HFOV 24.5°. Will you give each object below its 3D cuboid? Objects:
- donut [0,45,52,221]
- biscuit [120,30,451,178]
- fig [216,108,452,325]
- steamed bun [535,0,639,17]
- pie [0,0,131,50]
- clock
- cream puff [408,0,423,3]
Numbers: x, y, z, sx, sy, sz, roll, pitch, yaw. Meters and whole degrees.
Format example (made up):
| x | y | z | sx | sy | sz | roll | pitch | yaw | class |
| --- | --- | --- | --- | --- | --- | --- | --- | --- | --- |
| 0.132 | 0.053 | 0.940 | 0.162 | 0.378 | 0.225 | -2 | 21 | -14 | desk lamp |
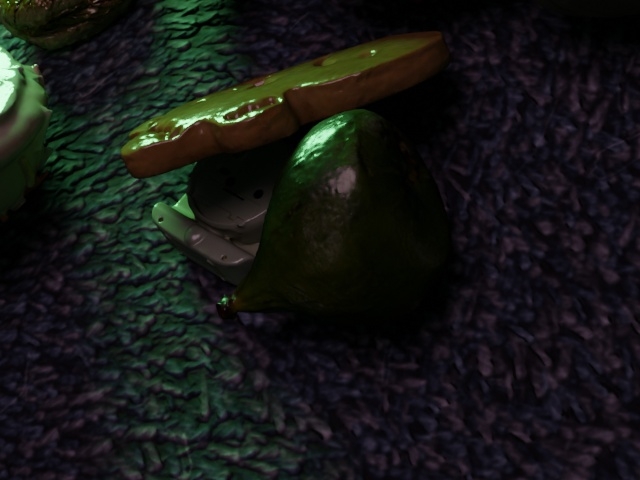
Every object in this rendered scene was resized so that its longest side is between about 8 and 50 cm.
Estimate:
| x | y | z | sx | sy | sz | roll | pitch | yaw | class |
| --- | --- | --- | --- | --- | --- | --- | --- | --- | --- |
| -0.490 | -0.102 | 1.691 | 0.382 | 0.142 | 0.383 | -5 | 34 | 3 | donut |
| -0.038 | -0.151 | 1.536 | 0.354 | 0.052 | 0.275 | -19 | 13 | 5 | biscuit |
| 0.000 | 0.000 | 1.439 | 0.235 | 0.203 | 0.203 | -27 | 50 | 26 | fig |
| 0.329 | -0.375 | 1.421 | 0.324 | 0.310 | 0.219 | -11 | 12 | -9 | steamed bun |
| -0.322 | -0.325 | 1.864 | 0.193 | 0.079 | 0.163 | -33 | 48 | 2 | pie |
| -0.075 | -0.053 | 1.578 | 0.151 | 0.062 | 0.191 | 29 | 74 | 36 | clock |
| 0.107 | -0.420 | 1.592 | 0.350 | 0.229 | 0.350 | 1 | 72 | -3 | cream puff |
